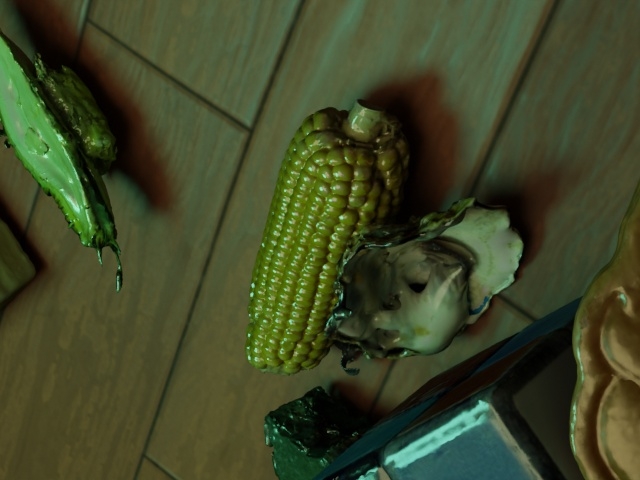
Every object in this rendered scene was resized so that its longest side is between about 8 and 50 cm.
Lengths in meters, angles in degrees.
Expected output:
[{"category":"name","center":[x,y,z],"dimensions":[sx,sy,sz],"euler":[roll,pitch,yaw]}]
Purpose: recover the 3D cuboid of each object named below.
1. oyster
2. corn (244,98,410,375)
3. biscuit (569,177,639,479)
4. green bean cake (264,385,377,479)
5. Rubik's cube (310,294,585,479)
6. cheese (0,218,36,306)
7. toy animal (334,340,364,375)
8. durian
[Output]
[{"category":"oyster","center":[0.102,0.034,1.768],"dimensions":[0.223,0.214,0.083],"euler":[-30,58,11]},{"category":"corn","center":[0.000,0.000,1.831],"dimensions":[0.130,0.130,0.347],"euler":[33,125,19]},{"category":"biscuit","center":[0.388,0.079,1.465],"dimensions":[0.349,0.078,0.455],"euler":[11,93,6]},{"category":"green bean cake","center":[0.050,0.263,1.902],"dimensions":[0.208,0.107,0.193],"euler":[2,110,54]},{"category":"Rubik's cube","center":[0.213,0.264,1.679],"dimensions":[0.318,0.313,0.316],"euler":[-36,88,40]},{"category":"cheese","center":[-0.510,0.006,2.205],"dimensions":[0.242,0.124,0.265],"euler":[-36,89,44]},{"category":"toy animal","center":[0.032,0.120,1.928],"dimensions":[0.028,0.050,0.084],"euler":[-31,50,11]},{"category":"durian","center":[-0.300,-0.118,2.005],"dimensions":[0.132,0.106,0.375],"euler":[-36,87,38]}]
